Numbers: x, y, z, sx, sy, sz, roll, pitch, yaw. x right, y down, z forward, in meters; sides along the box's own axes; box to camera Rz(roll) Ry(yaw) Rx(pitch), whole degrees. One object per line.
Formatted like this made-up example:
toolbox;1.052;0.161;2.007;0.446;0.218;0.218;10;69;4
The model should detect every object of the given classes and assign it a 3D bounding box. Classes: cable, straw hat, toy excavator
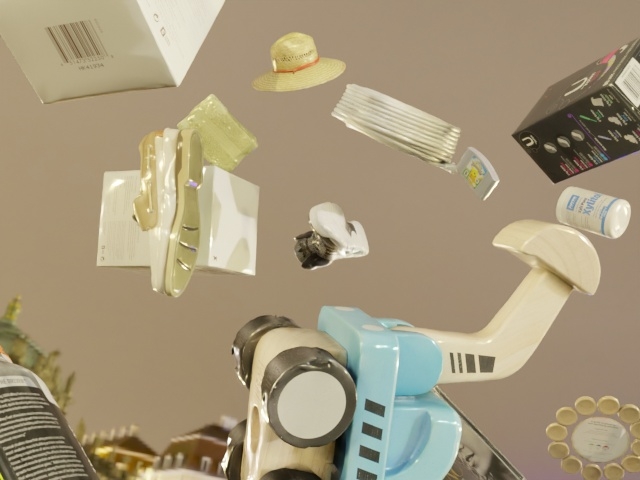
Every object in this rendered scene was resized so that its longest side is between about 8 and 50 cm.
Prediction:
cable;0.153;-0.232;1.541;0.257;0.089;0.257;14;14;-47
straw hat;-0.039;-0.270;1.131;0.144;0.144;0.061;-2;-60;21
toy excavator;0.122;0.174;0.998;0.445;0.433;0.222;5;6;-18

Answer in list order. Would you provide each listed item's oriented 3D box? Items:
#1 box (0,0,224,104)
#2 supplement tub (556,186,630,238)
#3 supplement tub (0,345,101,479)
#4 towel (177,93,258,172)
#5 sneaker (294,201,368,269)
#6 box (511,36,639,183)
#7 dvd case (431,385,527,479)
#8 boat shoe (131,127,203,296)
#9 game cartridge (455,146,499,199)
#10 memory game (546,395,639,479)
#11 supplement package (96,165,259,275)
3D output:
box;-0.270;-0.368;1.085;0.215;0.345;0.168;-3;-46;19
supplement tub;0.476;-0.049;1.346;0.107;0.071;0.071;23;-11;43
supplement tub;-0.321;0.256;0.755;0.193;0.316;0.193;-31;-28;-18
towel;-0.211;-0.215;1.581;0.148;0.110;0.027;46;5;0
sneaker;0.000;0.000;1.723;0.153;0.101;0.268;-20;-20;18
box;0.521;-0.240;1.449;0.143;0.165;0.270;46;-26;-9
dvd case;0.252;0.384;1.371;0.018;0.221;0.164;-25;-31;-34
boat shoe;-0.277;-0.050;1.377;0.103;0.302;0.113;2;-11;11
game cartridge;0.267;-0.117;1.313;0.017;0.083;0.056;-9;-37;-37
memory game;0.501;0.358;1.389;0.186;0.012;0.186;5;-67;11
supplement package;-0.289;-0.032;1.598;0.262;0.199;0.198;-1;-9;22
